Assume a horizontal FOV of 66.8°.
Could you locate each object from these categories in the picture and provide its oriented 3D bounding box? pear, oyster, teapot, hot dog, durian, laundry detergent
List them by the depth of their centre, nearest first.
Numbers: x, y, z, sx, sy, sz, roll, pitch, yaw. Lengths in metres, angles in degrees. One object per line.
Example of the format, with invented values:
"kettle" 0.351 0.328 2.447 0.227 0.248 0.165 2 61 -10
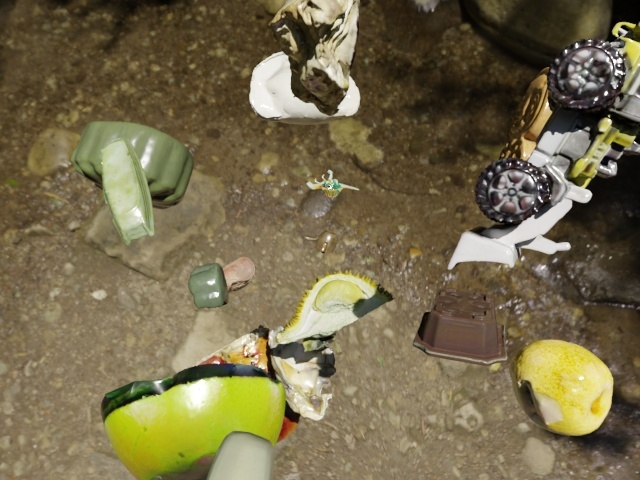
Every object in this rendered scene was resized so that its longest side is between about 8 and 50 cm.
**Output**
"oyster" -0.014 -0.217 0.466 0.081 0.190 0.163 -4 17 -16
"laundry detergent" -0.116 0.362 0.597 0.091 0.253 0.181 16 96 -3
"pear" 0.436 0.265 0.896 0.178 0.178 0.177 -4 62 7
"pear" -0.258 0.425 1.035 0.399 0.398 0.165 -15 52 1
"durian" 0.028 0.187 1.225 0.307 0.172 0.166 -21 39 -7
"oyster" -0.055 0.362 1.371 0.275 0.100 0.271 25 31 22
"hot dog" -0.248 0.522 1.607 0.368 0.196 0.365 -30 90 12
"teapot" 0.000 0.000 1.660 0.111 0.085 0.080 25 102 9

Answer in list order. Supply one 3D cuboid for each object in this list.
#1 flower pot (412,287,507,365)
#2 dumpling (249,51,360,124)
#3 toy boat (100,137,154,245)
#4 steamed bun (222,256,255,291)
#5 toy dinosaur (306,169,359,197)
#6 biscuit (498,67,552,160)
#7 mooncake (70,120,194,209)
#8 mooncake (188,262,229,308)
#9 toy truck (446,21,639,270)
"flower pot" 0.297 0.164 1.013 0.179 0.251 0.084 6 103 18
"dumpling" -0.051 -0.519 1.634 0.342 0.181 0.259 -8 79 13
"toy boat" -0.415 -0.124 1.019 0.093 0.055 0.292 -22 59 -5
"steamed bun" -0.320 0.136 1.776 0.175 0.145 0.106 -34 94 -51
"toy dinosaur" 0.047 -0.201 1.845 0.188 0.044 0.106 30 52 -6
"biscuit" 0.433 -0.228 1.044 0.044 0.202 0.288 21 102 1
"mooncake" -0.569 -0.221 1.508 0.352 0.351 0.187 8 72 13
"mooncake" -0.340 0.154 1.501 0.104 0.175 0.168 -19 53 -6
"toy truck" 0.236 -0.074 0.479 0.111 0.136 0.285 35 109 20
